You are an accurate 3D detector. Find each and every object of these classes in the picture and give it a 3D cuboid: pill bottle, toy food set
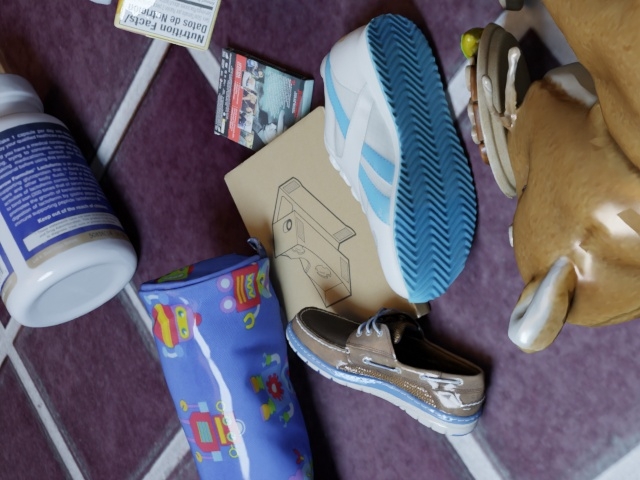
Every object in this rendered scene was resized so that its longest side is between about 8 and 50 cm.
[{"bbox_3d":[-0.328,-0.049,1.268,0.153,0.153,0.265,-48,65,42],"label":"pill bottle"},{"bbox_3d":[0.124,-0.091,0.801,0.038,0.132,0.192,-6,95,24],"label":"toy food set"}]

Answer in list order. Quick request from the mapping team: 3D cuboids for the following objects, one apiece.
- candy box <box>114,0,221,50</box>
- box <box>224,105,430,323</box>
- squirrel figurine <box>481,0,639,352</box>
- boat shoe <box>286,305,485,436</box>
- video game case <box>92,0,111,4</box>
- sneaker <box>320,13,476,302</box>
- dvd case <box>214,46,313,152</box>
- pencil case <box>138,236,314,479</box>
[{"bbox_3d":[-0.088,-0.340,0.924,0.183,0.087,0.316,-93,20,-56],"label":"candy box"},{"bbox_3d":[0.000,0.000,1.020,0.164,0.021,0.201,-30,83,46],"label":"box"},{"bbox_3d":[0.247,-0.044,0.585,0.397,0.281,0.370,55,140,25],"label":"squirrel figurine"},{"bbox_3d":[0.058,0.092,0.947,0.183,0.066,0.066,24,120,17],"label":"boat shoe"},{"bbox_3d":[-0.168,-0.336,0.993,0.227,0.026,0.206,166,116,-76],"label":"video game case"},{"bbox_3d":[0.059,-0.061,0.915,0.092,0.087,0.229,-18,79,54],"label":"sneaker"},{"bbox_3d":[-0.056,-0.126,1.063,0.119,0.013,0.087,28,119,40],"label":"dvd case"},{"bbox_3d":[-0.070,0.155,1.054,0.119,0.133,0.306,-12,98,29],"label":"pencil case"}]
